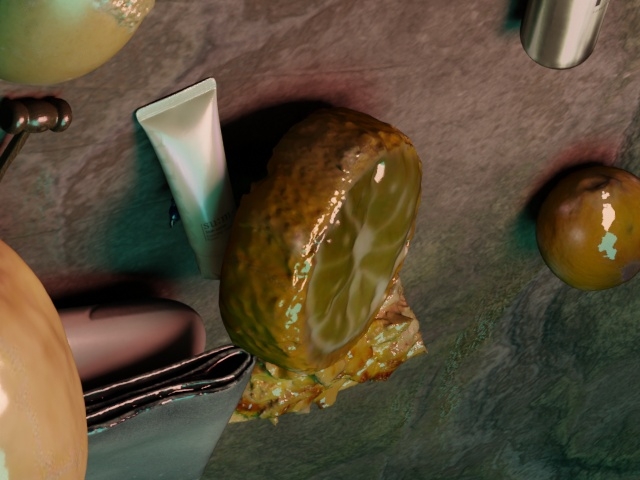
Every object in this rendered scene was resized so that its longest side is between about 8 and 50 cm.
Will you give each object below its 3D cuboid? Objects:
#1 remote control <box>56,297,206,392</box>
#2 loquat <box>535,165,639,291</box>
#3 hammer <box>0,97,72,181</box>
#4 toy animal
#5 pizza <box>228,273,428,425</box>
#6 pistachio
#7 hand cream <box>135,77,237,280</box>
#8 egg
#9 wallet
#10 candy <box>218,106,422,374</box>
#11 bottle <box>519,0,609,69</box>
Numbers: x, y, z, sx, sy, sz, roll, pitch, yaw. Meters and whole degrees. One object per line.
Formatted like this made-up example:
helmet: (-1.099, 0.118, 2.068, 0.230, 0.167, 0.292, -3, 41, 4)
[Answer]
remote control: (-0.258, 0.138, 1.744, 0.332, 0.103, 0.221, -4, 149, -45)
loquat: (0.333, -0.018, 2.096, 0.152, 0.152, 0.195, -29, 147, -6)
hammer: (-0.300, -0.021, 1.510, 0.058, 0.029, 0.292, -4, 144, -42)
toy animal: (-0.069, -0.038, 1.717, 0.217, 0.041, 0.075, -16, 142, -38)
pizza: (0.018, 0.138, 2.086, 0.323, 0.089, 0.223, -17, 154, -30)
pistachio: (-0.319, 0.131, 1.463, 0.238, 0.229, 0.321, -25, 112, -24)
hand cream: (-0.110, -0.053, 1.597, 0.078, 0.050, 0.205, -24, 131, -13)
egg: (-0.185, -0.194, 1.168, 0.164, 0.164, 0.201, -11, 146, -38)
wallet: (-0.216, 0.209, 1.742, 0.290, 0.054, 0.251, -16, 155, -26)
candy: (0.000, 0.000, 1.658, 0.260, 0.118, 0.260, -45, 147, -40)
bottle: (0.242, -0.263, 1.628, 0.254, 0.079, 0.096, 94, 20, -60)
